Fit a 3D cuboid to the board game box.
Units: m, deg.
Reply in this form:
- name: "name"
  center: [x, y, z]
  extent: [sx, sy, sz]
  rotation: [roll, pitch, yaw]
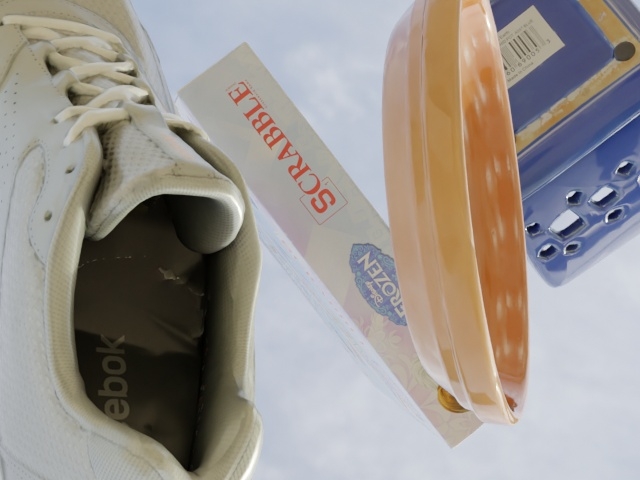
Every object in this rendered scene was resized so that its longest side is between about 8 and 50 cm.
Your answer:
- name: "board game box"
  center: [0.000, 0.000, 1.095]
  extent: [0.066, 0.318, 0.319]
  rotation: [-39, -83, -5]

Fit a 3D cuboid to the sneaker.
- name: "sneaker"
  center: [-0.063, -0.019, 0.421]
  extent: [0.099, 0.121, 0.262]
  rotation: [-1, -119, -30]

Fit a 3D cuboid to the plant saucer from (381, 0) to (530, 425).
- name: "plant saucer"
  center: [0.061, -0.019, 0.595]
  extent: [0.037, 0.200, 0.200]
  rotation: [-6, -127, 15]

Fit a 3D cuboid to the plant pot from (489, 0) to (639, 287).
- name: "plant pot"
  center: [0.220, -0.131, 1.274]
  extent: [0.236, 0.212, 0.236]
  rotation: [-37, -122, 11]
